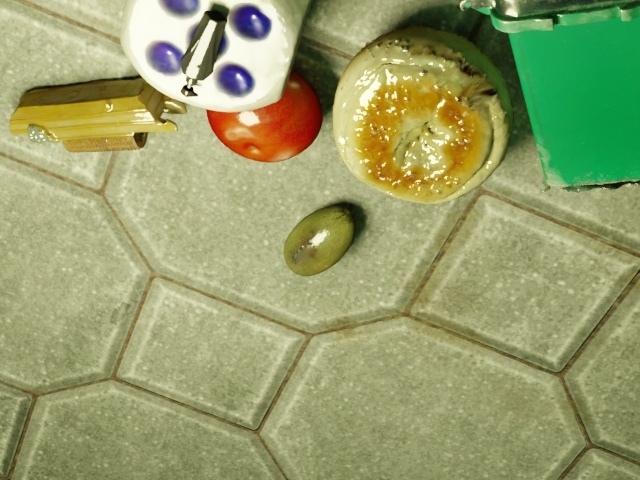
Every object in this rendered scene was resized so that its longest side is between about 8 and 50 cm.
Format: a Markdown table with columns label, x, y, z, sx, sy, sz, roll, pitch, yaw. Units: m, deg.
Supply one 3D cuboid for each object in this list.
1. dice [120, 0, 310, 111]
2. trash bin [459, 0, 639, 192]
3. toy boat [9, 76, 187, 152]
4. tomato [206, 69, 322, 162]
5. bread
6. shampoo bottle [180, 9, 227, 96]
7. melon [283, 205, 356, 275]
| label | x | y | z | sx | sy | sz | roll | pitch | yaw |
| --- | --- | --- | --- | --- | --- | --- | --- | --- | --- |
| dice | -0.137 | -0.363 | 1.731 | 0.251 | 0.259 | 0.243 | 19 | 131 | -4 |
| trash bin | 0.375 | -0.273 | 1.702 | 0.295 | 0.259 | 0.381 | -5 | 130 | 15 |
| toy boat | -0.383 | -0.205 | 2.018 | 0.310 | 0.089 | 0.115 | -5 | 130 | 15 |
| tomato | -0.092 | -0.206 | 1.905 | 0.195 | 0.136 | 0.195 | 14 | 156 | 7 |
| bread | 0.164 | -0.203 | 1.861 | 0.305 | 0.159 | 0.306 | 8 | 130 | 10 |
| shampoo bottle | -0.166 | -0.258 | 1.639 | 0.048 | 0.027 | 0.137 | 22 | 129 | -8 |
| melon | 0.000 | 0.000 | 2.098 | 0.099 | 0.099 | 0.162 | 36 | 125 | -17 |
